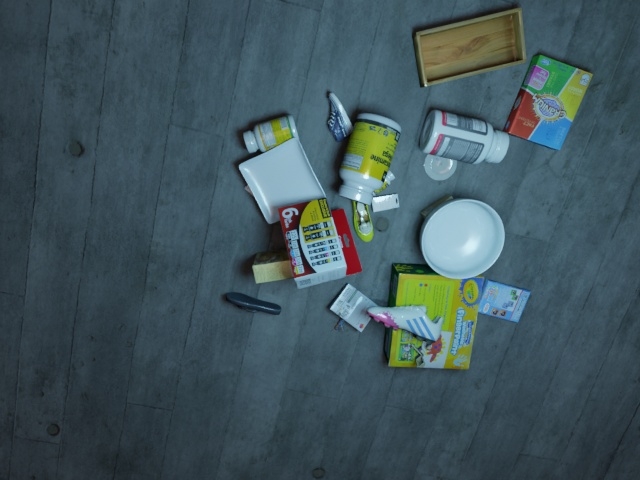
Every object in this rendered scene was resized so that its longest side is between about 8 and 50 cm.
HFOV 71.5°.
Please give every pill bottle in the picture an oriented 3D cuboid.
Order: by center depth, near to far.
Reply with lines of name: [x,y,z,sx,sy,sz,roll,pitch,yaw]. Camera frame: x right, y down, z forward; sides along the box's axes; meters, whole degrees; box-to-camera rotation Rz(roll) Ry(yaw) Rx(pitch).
pill bottle: [0.185,-0.318,1.768,0.188,0.188,0.334,17,95,-7]
pill bottle: [-0.197,-0.421,1.782,0.208,0.117,0.117,-16,105,1]
pill bottle: [0.579,-0.407,1.791,0.319,0.176,0.176,12,104,-5]
pill bottle: [0.254,-0.246,1.877,0.116,0.065,0.065,-37,103,7]

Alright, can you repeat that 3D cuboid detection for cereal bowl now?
cereal bowl: [0.568,-0.018,1.842,0.339,0.141,0.339,-1,105,-4]

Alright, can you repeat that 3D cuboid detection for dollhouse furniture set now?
dollhouse furniture set: [0.420,0.472,1.886,0.091,0.114,0.081,-41,99,12]

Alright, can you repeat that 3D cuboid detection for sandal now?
sandal: [-0.302,0.294,1.980,0.254,0.097,0.054,18,104,-8]

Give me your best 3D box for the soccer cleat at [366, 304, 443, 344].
soccer cleat: [0.355,0.315,1.854,0.331,0.116,0.143,23,88,-9]

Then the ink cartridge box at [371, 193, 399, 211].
ink cartridge box: [0.278,-0.165,1.919,0.115,0.029,0.062,-10,105,-1]

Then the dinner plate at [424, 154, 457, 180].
dinner plate: [0.514,-0.326,1.893,0.141,0.017,0.141,0,104,-2]

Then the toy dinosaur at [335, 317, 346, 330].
toy dinosaur: [0.097,0.379,2.062,0.082,0.047,0.090,-29,71,14]

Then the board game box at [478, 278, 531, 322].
board game box: [0.841,0.279,2.058,0.211,0.039,0.160,15,104,-7]

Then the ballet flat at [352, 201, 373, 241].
ballet flat: [0.180,-0.095,1.907,0.077,0.077,0.231,-14,105,0]

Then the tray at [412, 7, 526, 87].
tray: [0.586,-0.755,1.752,0.411,0.076,0.202,-13,105,0]

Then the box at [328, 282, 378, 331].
box: [0.151,0.303,2.015,0.186,0.038,0.145,37,84,-11]

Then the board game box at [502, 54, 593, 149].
board game box: [0.928,-0.559,1.823,0.242,0.064,0.316,16,104,-7]

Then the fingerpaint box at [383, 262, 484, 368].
fingerpaint box: [0.494,0.337,1.993,0.371,0.163,0.444,2,105,-2]

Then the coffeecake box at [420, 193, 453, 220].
coffeecake box: [0.546,-0.084,1.932,0.142,0.068,0.185,-34,104,6]

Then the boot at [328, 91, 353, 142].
boot: [0.061,-0.496,1.798,0.086,0.069,0.190,-31,106,3]

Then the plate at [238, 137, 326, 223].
plate: [-0.151,-0.241,1.810,0.278,0.045,0.277,-23,104,17]

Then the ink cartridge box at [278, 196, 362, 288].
ink cartridge box: [0.000,0.000,1.748,0.272,0.130,0.309,-14,66,-4]

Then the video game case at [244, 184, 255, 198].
video game case: [-0.250,-0.211,1.891,0.122,0.011,0.087,43,99,-12]

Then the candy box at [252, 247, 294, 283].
candy box: [-0.119,0.092,1.889,0.316,0.183,0.087,-10,106,0]
